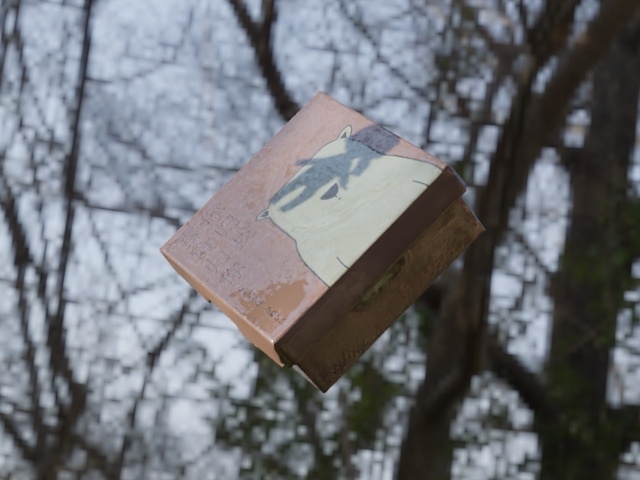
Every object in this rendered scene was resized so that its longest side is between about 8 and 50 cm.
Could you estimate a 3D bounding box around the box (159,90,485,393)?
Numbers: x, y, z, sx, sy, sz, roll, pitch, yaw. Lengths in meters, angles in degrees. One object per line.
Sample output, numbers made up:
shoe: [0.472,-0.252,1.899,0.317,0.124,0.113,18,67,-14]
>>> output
box: [0.000,0.000,1.588,0.215,0.215,0.086,35,-12,52]
